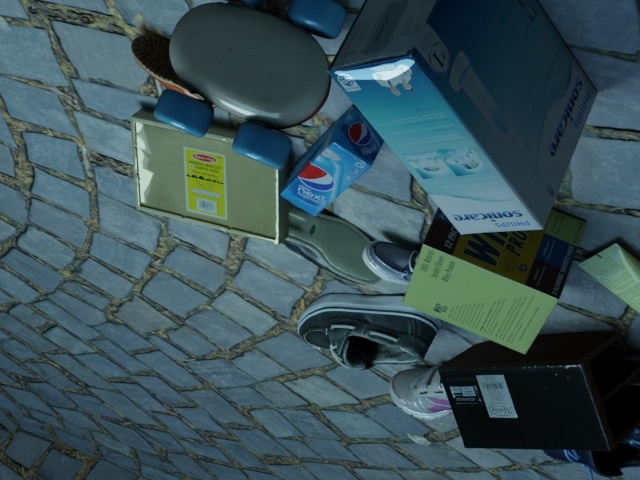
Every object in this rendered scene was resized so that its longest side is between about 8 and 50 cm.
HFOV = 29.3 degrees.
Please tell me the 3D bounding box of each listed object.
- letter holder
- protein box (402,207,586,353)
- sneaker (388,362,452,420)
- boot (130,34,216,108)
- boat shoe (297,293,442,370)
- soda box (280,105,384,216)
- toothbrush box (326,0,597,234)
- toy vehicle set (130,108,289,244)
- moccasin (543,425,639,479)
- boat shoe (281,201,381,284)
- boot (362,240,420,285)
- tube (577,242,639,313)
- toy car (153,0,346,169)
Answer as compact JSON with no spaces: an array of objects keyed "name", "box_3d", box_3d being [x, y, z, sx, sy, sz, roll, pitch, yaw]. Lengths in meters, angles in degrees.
[{"name":"letter holder","box_3d":[0.387,0.228,2.008,0.302,0.214,0.152,-10,104,49]},{"name":"protein box","box_3d":[0.248,0.035,1.779,0.201,0.136,0.200,22,152,6]},{"name":"sneaker","box_3d":[0.235,0.261,2.225,0.252,0.103,0.111,0,139,29]},{"name":"boot","box_3d":[-0.216,-0.238,1.794,0.158,0.059,0.084,33,156,-15]},{"name":"boat shoe","box_3d":[0.065,0.169,2.175,0.121,0.119,0.335,42,148,-27]},{"name":"soda box","box_3d":[0.018,-0.113,1.791,0.067,0.071,0.210,31,152,-10]},{"name":"toothbrush box","box_3d":[0.173,-0.180,1.400,0.126,0.216,0.295,-4,141,44]},{"name":"toy vehicle set","box_3d":[-0.175,-0.101,1.929,0.267,0.035,0.166,14,121,22]},{"name":"moccasin","box_3d":[0.491,0.350,2.128,0.138,0.117,0.342,34,151,-14]},{"name":"boat shoe","box_3d":[0.000,0.000,2.002,0.233,0.084,0.079,29,168,-6]},{"name":"boot","box_3d":[0.166,0.037,1.938,0.190,0.069,0.086,23,146,-10]},{"name":"tube","box_3d":[0.489,0.089,1.763,0.240,0.062,0.070,36,107,-8]},{"name":"toy car","box_3d":[-0.081,-0.219,1.620,0.210,0.219,0.238,23,-179,5]}]
